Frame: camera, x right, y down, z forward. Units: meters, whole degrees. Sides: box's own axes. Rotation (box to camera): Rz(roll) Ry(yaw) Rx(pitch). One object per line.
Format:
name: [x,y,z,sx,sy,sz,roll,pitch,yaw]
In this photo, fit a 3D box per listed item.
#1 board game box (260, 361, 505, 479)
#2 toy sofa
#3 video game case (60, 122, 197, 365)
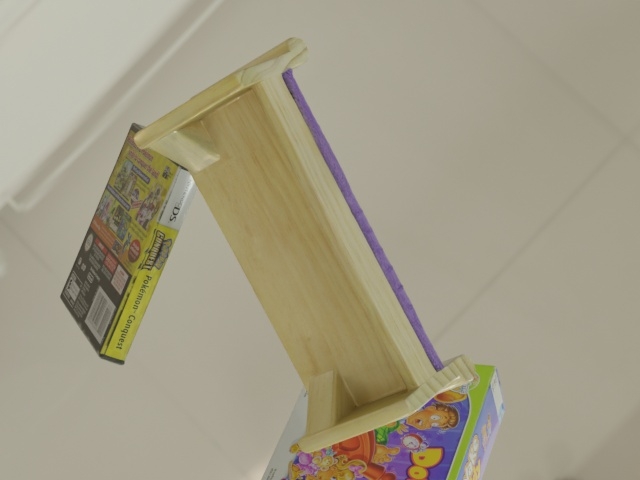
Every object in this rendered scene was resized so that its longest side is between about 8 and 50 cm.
board game box: [0.058,0.285,1.917,0.347,0.233,0.078,-64,148,-43]
toy sofa: [0.000,0.000,1.561,0.150,0.363,0.177,-26,-178,39]
video game case: [-0.233,-0.003,1.995,0.248,0.035,0.275,-67,-158,5]
